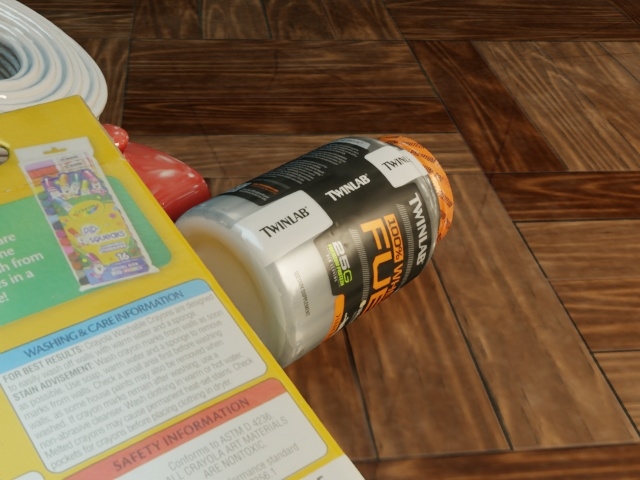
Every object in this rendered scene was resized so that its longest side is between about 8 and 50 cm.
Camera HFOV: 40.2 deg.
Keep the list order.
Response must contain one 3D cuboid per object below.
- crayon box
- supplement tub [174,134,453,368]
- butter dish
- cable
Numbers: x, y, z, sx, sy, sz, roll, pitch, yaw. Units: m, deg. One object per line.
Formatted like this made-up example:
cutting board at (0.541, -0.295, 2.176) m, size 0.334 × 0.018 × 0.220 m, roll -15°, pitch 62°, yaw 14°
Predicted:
crayon box at (-0.129, 0.084, 0.404) m, size 0.203 × 0.083 × 0.323 m, roll -22°, pitch 61°, yaw -33°
supplement tub at (0.000, 0.000, 0.594) m, size 0.117 × 0.117 × 0.190 m, roll 29°, pitch 42°, yaw 32°
butter dish at (-0.150, -0.026, 0.615) m, size 0.160 × 0.118 × 0.160 m, roll 23°, pitch 38°, yaw 24°
cable at (-0.305, -0.136, 0.718) m, size 0.257 × 0.089 × 0.257 m, roll 44°, pitch 33°, yaw 18°
